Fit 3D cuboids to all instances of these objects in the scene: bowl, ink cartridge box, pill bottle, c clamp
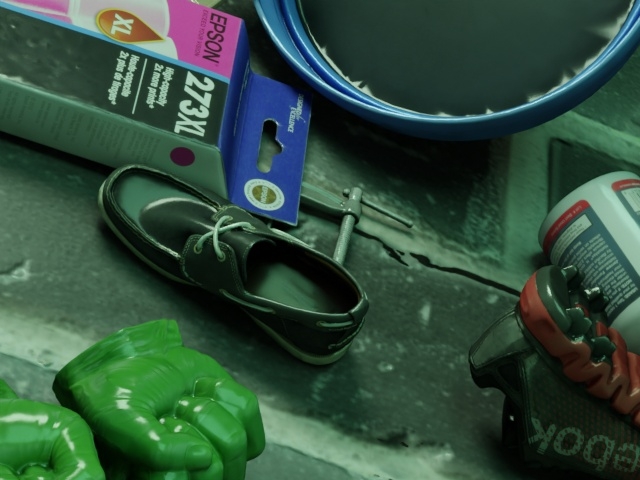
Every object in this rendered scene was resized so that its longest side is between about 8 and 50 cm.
[{"bbox_3d":[0.128,-0.271,1.639,0.391,0.077,0.391,-4,70,11],"label":"bowl"},{"bbox_3d":[-0.176,-0.142,1.505,0.371,0.069,0.176,20,43,-13],"label":"ink cartridge box"},{"bbox_3d":[0.277,0.039,1.569,0.108,0.108,0.180,-9,56,-36],"label":"pill bottle"},{"bbox_3d":[0.000,0.000,1.509,0.137,0.022,0.160,27,43,-3],"label":"c clamp"}]

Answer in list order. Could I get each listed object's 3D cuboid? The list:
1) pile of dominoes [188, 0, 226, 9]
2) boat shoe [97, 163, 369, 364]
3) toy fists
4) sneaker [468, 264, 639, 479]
[{"bbox_3d":[-0.114,-0.323,1.675,0.196,0.040,0.251,-36,66,1],"label":"pile of dominoes"},{"bbox_3d":[-0.066,0.005,1.414,0.233,0.079,0.084,33,67,3],"label":"boat shoe"},{"bbox_3d":[-0.159,0.145,1.227,0.279,0.096,0.142,-16,61,-41],"label":"toy fists"},{"bbox_3d":[0.222,0.145,1.450,0.276,0.135,0.097,45,25,-20],"label":"sneaker"}]
